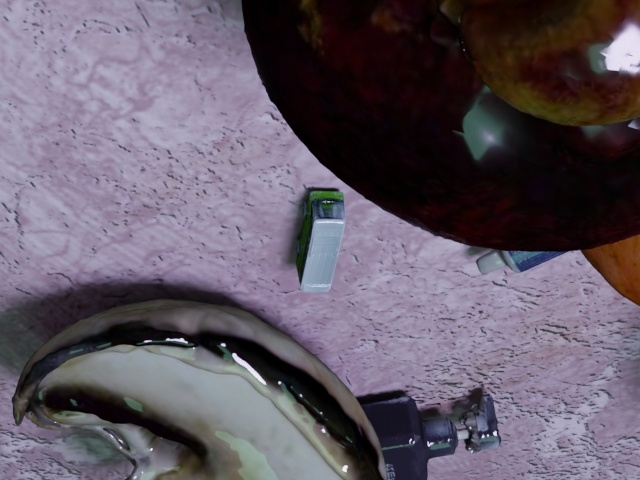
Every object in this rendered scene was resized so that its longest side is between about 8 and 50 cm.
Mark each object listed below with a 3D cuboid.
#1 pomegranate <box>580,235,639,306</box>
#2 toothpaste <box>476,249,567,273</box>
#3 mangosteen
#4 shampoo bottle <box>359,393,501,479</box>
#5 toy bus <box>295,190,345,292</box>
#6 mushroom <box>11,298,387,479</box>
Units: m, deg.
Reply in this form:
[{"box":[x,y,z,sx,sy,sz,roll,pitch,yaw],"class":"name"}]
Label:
[{"box":[0.262,-0.046,0.756,0.215,0.215,0.215,-4,140,-3],"class":"pomegranate"},{"box":[0.208,-0.020,0.916,0.197,0.034,0.057,-27,141,18],"class":"toothpaste"},{"box":[0.107,-0.126,0.582,0.297,0.293,0.297,0,127,0],"class":"mangosteen"},{"box":[0.014,0.201,1.120,0.310,0.071,0.098,-8,139,3],"class":"shampoo bottle"},{"box":[0.000,0.000,0.910,0.031,0.037,0.083,2,138,-10],"class":"toy bus"},{"box":[-0.085,0.168,0.993,0.344,0.130,0.247,35,121,-15],"class":"mushroom"}]
